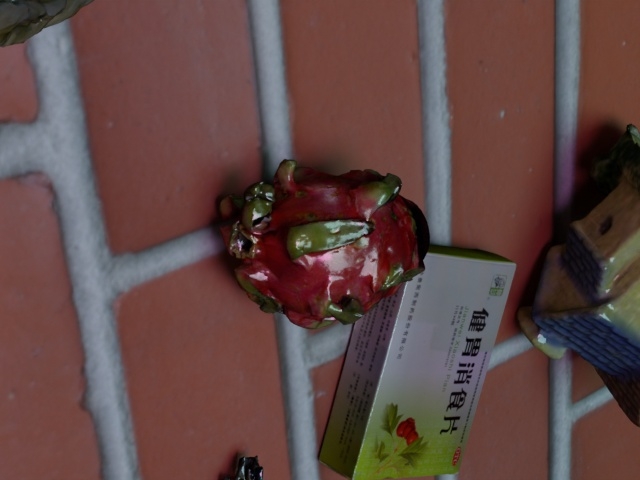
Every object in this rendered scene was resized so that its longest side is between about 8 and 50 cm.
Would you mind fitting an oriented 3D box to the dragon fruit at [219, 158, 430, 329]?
[{"bbox_3d":[0.000,0.000,1.038,0.172,0.160,0.166,-8,134,-39],"label":"dragon fruit"}]

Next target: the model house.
[{"bbox_3d":[0.397,0.052,1.381,0.321,0.261,0.266,33,109,-26],"label":"model house"}]

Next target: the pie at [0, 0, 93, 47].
[{"bbox_3d":[-0.211,-0.286,0.707,0.337,0.075,0.337,-3,90,-76],"label":"pie"}]

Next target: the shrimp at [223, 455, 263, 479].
[{"bbox_3d":[-0.066,0.321,1.167,0.152,0.046,0.219,1,109,-40],"label":"shrimp"}]

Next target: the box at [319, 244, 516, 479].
[{"bbox_3d":[0.110,0.133,1.241,0.175,0.062,0.260,7,100,-42],"label":"box"}]
